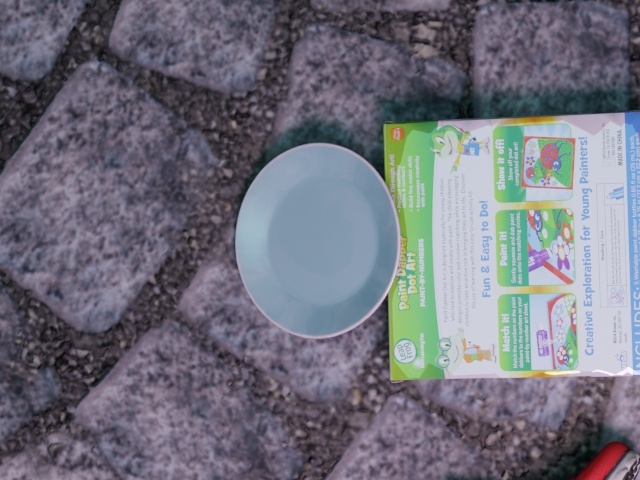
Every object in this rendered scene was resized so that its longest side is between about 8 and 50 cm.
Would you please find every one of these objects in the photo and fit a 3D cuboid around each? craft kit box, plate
[{"bbox_3d":[0.185,0.008,1.537,0.246,0.061,0.250,-1,88,8],"label":"craft kit box"},{"bbox_3d":[0.000,0.000,1.566,0.188,0.024,0.188,0,90,32],"label":"plate"}]

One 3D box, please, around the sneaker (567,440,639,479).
[{"bbox_3d":[0.172,0.268,1.512,0.279,0.107,0.118,-40,69,4],"label":"sneaker"}]
